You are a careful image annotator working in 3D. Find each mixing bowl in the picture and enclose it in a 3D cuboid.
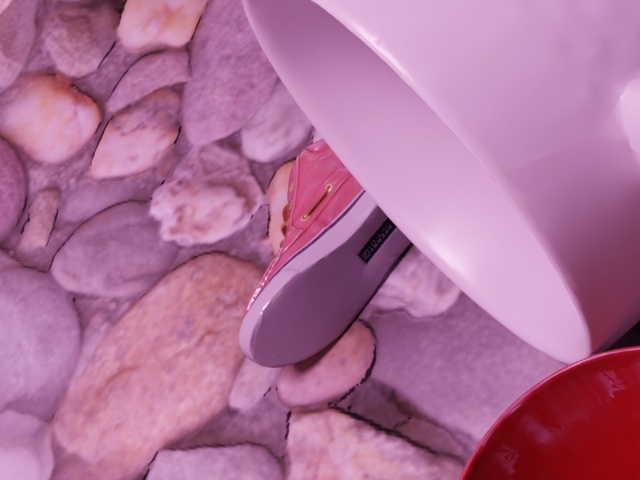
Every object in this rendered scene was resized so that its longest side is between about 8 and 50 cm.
[{"bbox_3d":[0.161,0.152,0.865,0.181,0.098,0.181,-20,49,25],"label":"mixing bowl"}]

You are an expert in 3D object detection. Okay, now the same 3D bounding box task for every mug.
[{"bbox_3d":[0.186,-0.130,0.912,0.328,0.276,0.374,-41,25,-8],"label":"mug"}]

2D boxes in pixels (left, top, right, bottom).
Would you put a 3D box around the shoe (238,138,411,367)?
[{"bbox_3d":[0.000,0.000,1.135,0.178,0.063,0.081,-48,41,-10],"label":"shoe"}]
